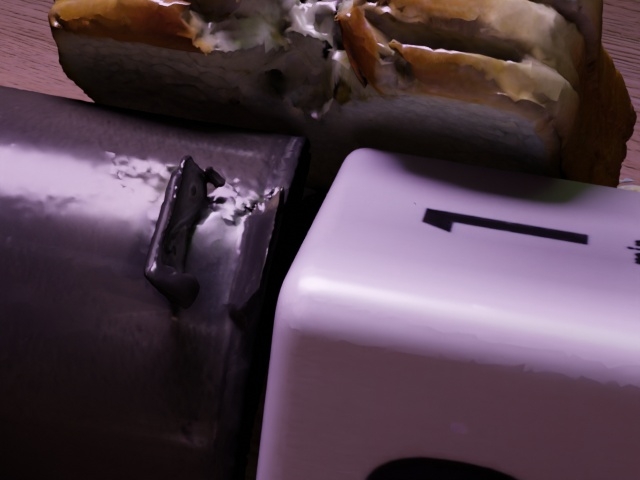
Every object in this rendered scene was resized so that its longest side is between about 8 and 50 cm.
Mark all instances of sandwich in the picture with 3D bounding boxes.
[{"bbox_3d":[0.011,-0.088,0.867,0.273,0.095,0.249,12,-9,16],"label":"sandwich"}]

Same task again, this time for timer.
[{"bbox_3d":[0.082,0.086,0.754,0.195,0.192,0.194,9,22,6],"label":"timer"}]

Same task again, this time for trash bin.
[{"bbox_3d":[-0.168,0.022,0.839,0.302,0.203,0.252,9,-21,4],"label":"trash bin"}]

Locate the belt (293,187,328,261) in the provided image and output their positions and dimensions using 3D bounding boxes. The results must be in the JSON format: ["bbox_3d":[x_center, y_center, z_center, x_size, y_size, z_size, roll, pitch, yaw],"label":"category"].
[{"bbox_3d":[0.000,0.000,0.986,0.105,0.058,0.140,9,29,17],"label":"belt"}]

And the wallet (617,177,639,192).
[{"bbox_3d":[0.143,0.037,1.055,0.310,0.077,0.223,-14,27,-36],"label":"wallet"}]
